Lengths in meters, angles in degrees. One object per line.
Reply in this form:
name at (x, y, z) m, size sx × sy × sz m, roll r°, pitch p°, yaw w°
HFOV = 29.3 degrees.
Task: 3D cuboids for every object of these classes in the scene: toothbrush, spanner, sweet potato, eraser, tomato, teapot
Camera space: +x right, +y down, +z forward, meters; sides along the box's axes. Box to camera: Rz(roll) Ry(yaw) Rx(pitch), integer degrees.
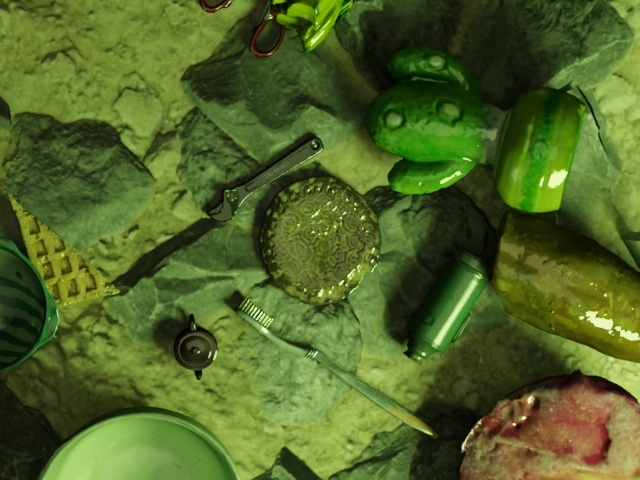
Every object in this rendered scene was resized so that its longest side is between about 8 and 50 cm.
toothbrush at (0.027, 0.203, 1.891) m, size 0.375 × 0.028 × 0.037 m, roll 35°, pitch 83°, yaw -5°
spanner at (-0.084, -0.093, 1.872) m, size 0.208 × 0.012 × 0.046 m, roll -33°, pitch 96°, yaw -2°
sweet potato at (0.415, 0.086, 1.849) m, size 0.369 × 0.158 × 0.158 m, roll 25°, pitch 92°, yaw -4°
eraser at (0.521, 0.055, 1.876) m, size 0.023 × 0.104 × 0.150 m, roll -33°, pitch 95°, yaw -2°
tomato at (0.363, 0.349, 1.856) m, size 0.289 × 0.176 × 0.335 m, roll 4°, pitch 94°, yaw 17°
teapot at (-0.191, 0.162, 1.864) m, size 0.067 × 0.045 × 0.100 m, roll -7°, pitch 95°, yaw -5°

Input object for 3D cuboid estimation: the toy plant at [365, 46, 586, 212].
toy plant at (0.223, -0.157, 1.830) m, size 0.315 × 0.184 × 0.224 m, roll 17°, pitch 88°, yaw 11°

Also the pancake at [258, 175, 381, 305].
pancake at (0.000, 0.000, 1.879) m, size 0.199 × 0.021 × 0.199 m, roll 0°, pitch 94°, yaw -4°

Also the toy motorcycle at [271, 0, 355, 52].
toy motorcycle at (0.083, -0.411, 1.804) m, size 0.342 × 0.142 × 0.206 m, roll -38°, pitch 77°, yaw -7°

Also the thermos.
thermos at (0.191, 0.104, 1.879) m, size 0.073 × 0.083 × 0.188 m, roll 33°, pitch 93°, yaw 16°

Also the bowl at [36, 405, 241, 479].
bowl at (-0.264, 0.389, 1.815) m, size 0.307 × 0.163 × 0.307 m, roll 0°, pitch 93°, yaw -5°

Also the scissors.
scissors at (-0.058, -0.407, 1.853) m, size 0.144 × 0.017 × 0.248 m, roll 41°, pitch 89°, yaw -6°

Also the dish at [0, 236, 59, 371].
dish at (-0.501, 0.111, 1.824) m, size 0.224 × 0.078 × 0.246 m, roll 18°, pitch 91°, yaw -5°

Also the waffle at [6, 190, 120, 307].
waffle at (-0.387, 0.002, 1.847) m, size 0.125 × 0.032 × 0.191 m, roll -14°, pitch 96°, yaw -1°
